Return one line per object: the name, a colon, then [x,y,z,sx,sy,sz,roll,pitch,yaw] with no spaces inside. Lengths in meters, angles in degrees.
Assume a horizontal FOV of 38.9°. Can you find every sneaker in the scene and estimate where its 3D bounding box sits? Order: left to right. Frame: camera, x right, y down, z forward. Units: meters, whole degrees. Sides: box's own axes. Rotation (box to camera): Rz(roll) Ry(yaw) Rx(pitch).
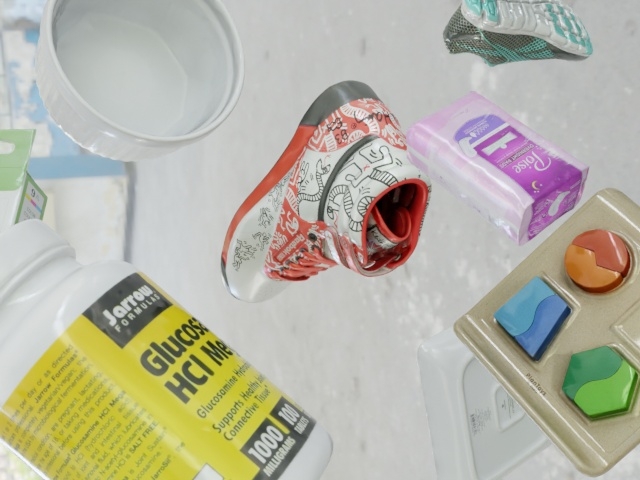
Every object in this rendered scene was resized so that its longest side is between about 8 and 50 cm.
sneaker: [-0.001,-0.001,0.837,0.270,0.090,0.145,-57,47,31]
sneaker: [0.188,-0.198,0.877,0.076,0.167,0.065,-44,46,49]

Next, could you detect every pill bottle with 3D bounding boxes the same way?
pill bottle: [-0.168,0.139,0.789,0.334,0.188,0.188,40,151,2]

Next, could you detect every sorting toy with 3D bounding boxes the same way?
sorting toy: [0.298,0.109,0.854,0.307,0.229,0.041,50,-178,34]

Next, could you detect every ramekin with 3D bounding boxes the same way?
ramekin: [-0.192,-0.178,0.933,0.109,0.207,0.207,-29,67,56]

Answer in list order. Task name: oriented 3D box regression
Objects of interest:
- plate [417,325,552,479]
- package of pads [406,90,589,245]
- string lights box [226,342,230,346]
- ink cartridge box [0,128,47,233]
plate: [0.267,0.238,1.356,0.045,0.278,0.277,6,111,48]
package of pads: [0.088,-0.039,0.461,0.083,0.050,0.032,42,152,30]
string lights box: [-0.165,0.218,1.214,0.259,0.133,0.076,76,-152,-54]
ink cartridge box: [-0.375,-0.020,1.009,0.062,0.109,0.209,71,-160,-62]
